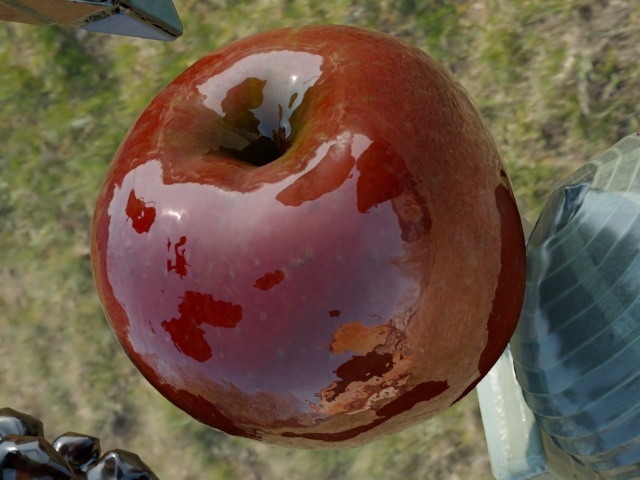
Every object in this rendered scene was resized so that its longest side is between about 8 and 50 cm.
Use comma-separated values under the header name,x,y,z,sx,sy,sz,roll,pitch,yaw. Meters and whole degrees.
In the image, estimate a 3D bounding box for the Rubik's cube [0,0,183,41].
name,x,y,z,sx,sy,sz,roll,pitch,yaw
Rubik's cube,-0.261,-0.207,1.135,0.234,0.284,0.250,-20,135,22

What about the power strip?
name,x,y,z,sx,sy,sz,roll,pitch,yaw
power strip,0.156,0.081,1.175,0.046,0.118,0.270,-24,57,26

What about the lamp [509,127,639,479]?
name,x,y,z,sx,sy,sz,roll,pitch,yaw
lamp,0.243,0.034,1.016,0.265,0.233,0.233,-46,75,19

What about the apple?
name,x,y,z,sx,sy,sz,roll,pitch,yaw
apple,0.000,0.000,0.913,0.260,0.260,0.216,10,144,38

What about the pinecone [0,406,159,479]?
name,x,y,z,sx,sy,sz,roll,pitch,yaw
pinecone,-0.266,0.341,1.338,0.397,0.397,0.398,16,116,35
